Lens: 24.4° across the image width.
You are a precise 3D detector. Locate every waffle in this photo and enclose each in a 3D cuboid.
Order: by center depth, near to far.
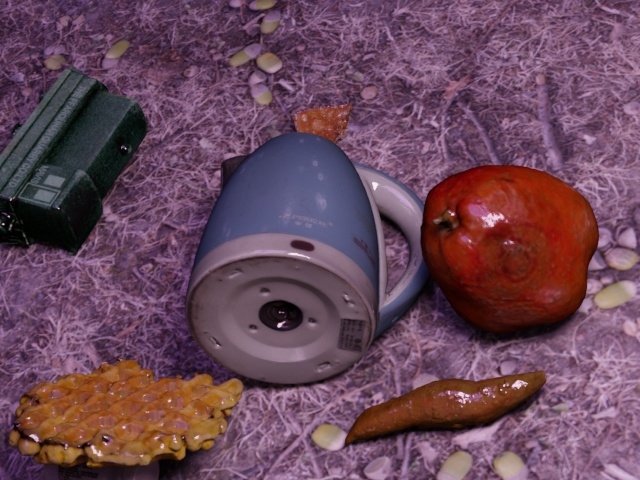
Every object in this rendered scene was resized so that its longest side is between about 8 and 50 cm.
[{"bbox_3d":[-0.260,0.226,1.948,0.300,0.058,0.281,0,19,10],"label":"waffle"}]

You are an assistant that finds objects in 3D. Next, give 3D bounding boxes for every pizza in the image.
[{"bbox_3d":[0.006,-0.162,2.269,0.100,0.029,0.099,-13,55,16],"label":"pizza"}]

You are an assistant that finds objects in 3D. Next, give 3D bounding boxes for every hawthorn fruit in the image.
[{"bbox_3d":[0.226,-0.002,1.872,0.224,0.261,0.224,-22,54,34],"label":"hawthorn fruit"}]

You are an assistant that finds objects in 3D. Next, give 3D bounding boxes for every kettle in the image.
[{"bbox_3d":[0.000,0.000,2.016,0.319,0.247,0.342,15,42,-5],"label":"kettle"}]

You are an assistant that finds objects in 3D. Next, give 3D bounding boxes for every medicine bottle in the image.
[{"bbox_3d":[-0.287,0.299,1.949,0.140,0.079,0.079,4,53,25],"label":"medicine bottle"}]

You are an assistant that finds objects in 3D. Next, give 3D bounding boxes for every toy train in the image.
[{"bbox_3d":[-0.397,-0.121,2.335,0.178,0.138,0.330,15,55,22],"label":"toy train"}]

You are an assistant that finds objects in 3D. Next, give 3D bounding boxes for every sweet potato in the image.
[{"bbox_3d":[0.151,0.208,1.860,0.274,0.067,0.067,-16,46,16],"label":"sweet potato"}]
